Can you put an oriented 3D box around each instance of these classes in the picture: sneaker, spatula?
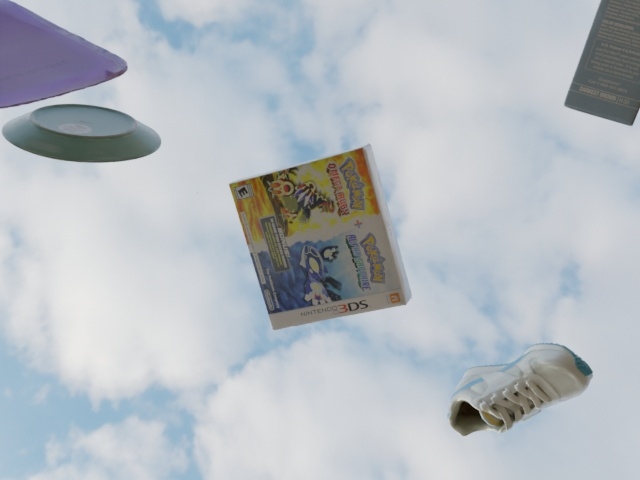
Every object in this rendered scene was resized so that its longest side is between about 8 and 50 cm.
[{"bbox_3d":[0.261,0.205,1.002,0.087,0.229,0.092,45,-128,-5],"label":"sneaker"},{"bbox_3d":[-0.218,-0.099,0.364,0.084,0.296,0.030,-33,-52,-44],"label":"spatula"}]

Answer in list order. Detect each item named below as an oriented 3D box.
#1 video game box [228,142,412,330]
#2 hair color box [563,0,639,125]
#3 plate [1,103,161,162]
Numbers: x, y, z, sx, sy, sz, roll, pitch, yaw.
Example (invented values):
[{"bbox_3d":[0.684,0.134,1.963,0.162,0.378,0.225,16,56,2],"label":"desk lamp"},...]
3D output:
[{"bbox_3d":[0.000,0.000,0.959,0.187,0.048,0.205,-14,-82,18],"label":"video game box"},{"bbox_3d":[0.495,-0.381,1.153,0.114,0.185,0.374,20,-65,16],"label":"hair color box"},{"bbox_3d":[-0.290,-0.139,0.929,0.188,0.188,0.024,7,-66,-10],"label":"plate"}]
